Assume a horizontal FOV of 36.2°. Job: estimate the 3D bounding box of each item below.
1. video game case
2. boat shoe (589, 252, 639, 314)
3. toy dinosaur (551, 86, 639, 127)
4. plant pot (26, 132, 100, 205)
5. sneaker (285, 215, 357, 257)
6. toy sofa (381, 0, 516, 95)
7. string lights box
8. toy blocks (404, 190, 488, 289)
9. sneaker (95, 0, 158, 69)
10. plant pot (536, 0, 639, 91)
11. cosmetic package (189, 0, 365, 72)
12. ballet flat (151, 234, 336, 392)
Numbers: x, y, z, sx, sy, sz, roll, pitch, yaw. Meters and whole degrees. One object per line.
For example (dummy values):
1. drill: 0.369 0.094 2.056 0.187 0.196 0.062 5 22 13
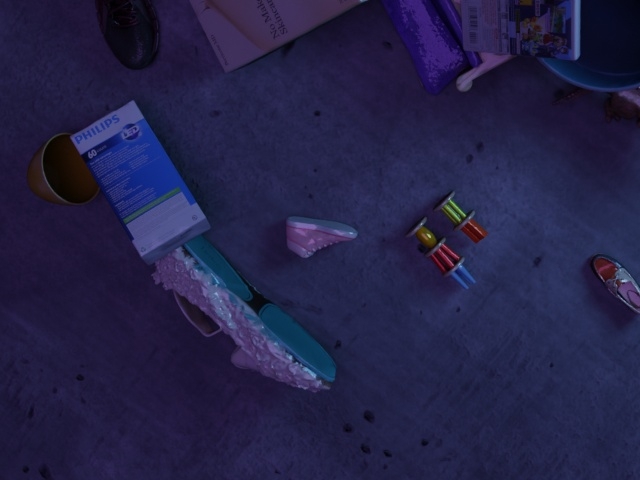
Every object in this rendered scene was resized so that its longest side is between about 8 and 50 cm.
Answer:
1. video game case: 0.292 -0.369 1.443 0.183 0.023 0.201 12 127 30
2. boat shoe: 0.528 0.078 1.725 0.049 0.043 0.137 -42 93 18
3. toy dinosaur: 0.530 -0.230 1.568 0.295 0.200 0.127 13 105 6
4. plant pot: -0.484 -0.121 1.805 0.095 0.134 0.134 -14 102 38
5. sneaker: 0.000 0.000 1.787 0.134 0.051 0.070 9 106 10
6. toy sofa: 0.171 -0.418 1.606 0.177 0.150 0.363 -28 98 13
7. string lights box: -0.319 -0.103 1.738 0.133 0.077 0.260 -31 77 -6
8. toy blocks: 0.244 0.004 1.746 0.123 0.054 0.148 -43 94 16
9. sneaker: -0.366 -0.429 1.681 0.106 0.162 0.282 -10 102 11
10. plant pot: 0.468 -0.402 1.484 0.271 0.255 0.272 23 133 26
11. cosmetic package: -0.055 -0.409 1.601 0.309 0.113 0.160 -20 101 39
12. ballet flat: -0.148 0.149 1.809 0.409 0.147 0.147 44 106 5
